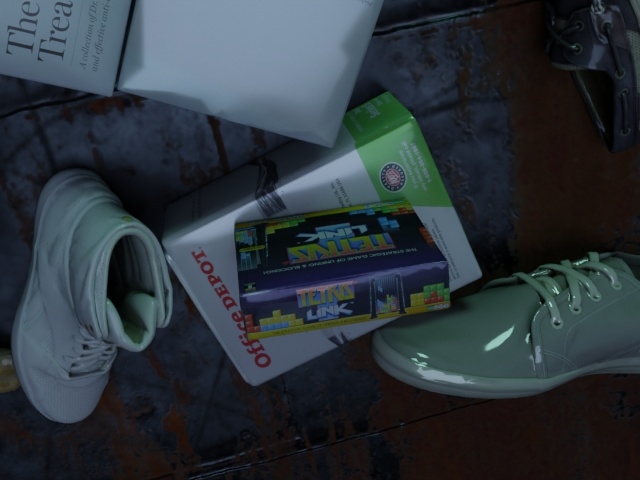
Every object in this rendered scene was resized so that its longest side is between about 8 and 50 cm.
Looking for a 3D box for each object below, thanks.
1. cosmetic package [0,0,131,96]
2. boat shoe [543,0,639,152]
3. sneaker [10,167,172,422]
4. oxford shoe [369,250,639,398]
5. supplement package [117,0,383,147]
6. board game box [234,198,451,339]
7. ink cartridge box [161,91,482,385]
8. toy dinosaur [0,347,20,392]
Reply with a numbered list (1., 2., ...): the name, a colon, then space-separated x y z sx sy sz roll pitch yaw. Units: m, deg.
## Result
1. cosmetic package: -0.267 -0.327 0.573 0.284 0.097 0.377 8 110 -23
2. boat shoe: 0.271 -0.202 0.750 0.092 0.103 0.285 -39 120 5
3. sneaker: -0.232 0.093 0.759 0.108 0.169 0.293 -8 119 -38
4. oxford shoe: 0.269 0.079 0.847 0.449 0.169 0.130 -4 118 -15
5. supplement package: -0.056 -0.219 0.663 0.194 0.149 0.203 14 112 -15
6. board game box: 0.012 0.020 0.662 0.170 0.141 0.048 -9 114 -5
7. ink cartridge box: 0.000 0.000 0.793 0.273 0.115 0.198 -26 115 4
8. toy dinosaur: -0.367 0.130 0.833 0.183 0.053 0.093 2 116 -10
